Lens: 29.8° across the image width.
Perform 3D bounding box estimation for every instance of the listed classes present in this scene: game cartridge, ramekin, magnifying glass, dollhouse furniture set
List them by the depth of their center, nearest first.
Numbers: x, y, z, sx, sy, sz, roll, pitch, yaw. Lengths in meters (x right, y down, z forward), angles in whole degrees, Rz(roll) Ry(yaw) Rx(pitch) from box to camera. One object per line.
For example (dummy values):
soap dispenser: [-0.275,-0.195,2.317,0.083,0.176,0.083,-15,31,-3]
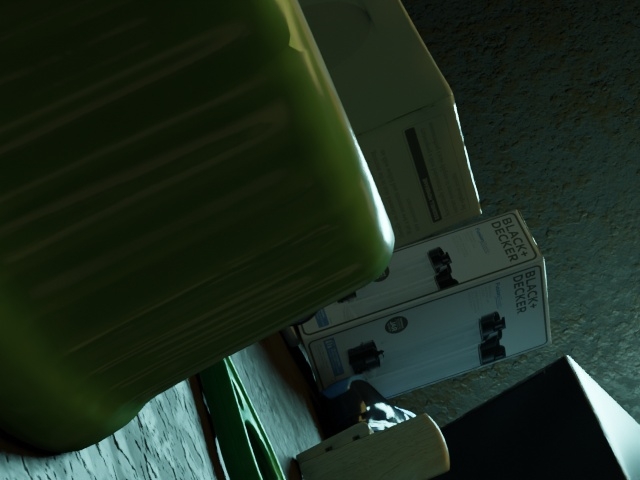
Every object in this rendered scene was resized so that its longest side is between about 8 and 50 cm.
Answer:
ramekin: [-0.087,-0.085,0.472,0.303,0.148,0.303,-23,90,-87]
magnifying glass: [-0.065,0.094,0.782,0.092,0.026,0.231,52,17,-79]
dollhouse furniture set: [0.143,0.313,1.120,0.303,0.198,0.286,61,6,-69]
game cartridge: [-0.044,0.080,1.360,0.056,0.017,0.083,60,7,-41]

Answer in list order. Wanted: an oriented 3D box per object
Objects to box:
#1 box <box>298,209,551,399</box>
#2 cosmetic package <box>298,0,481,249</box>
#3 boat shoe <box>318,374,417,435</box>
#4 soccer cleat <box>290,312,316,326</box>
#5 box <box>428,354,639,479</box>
box: [0.120,0.088,1.420,0.169,0.290,0.087,75,-5,-47]
cosmetic package: [-0.026,-0.092,0.932,0.138,0.224,0.224,67,2,-48]
boat shoe: [0.068,0.250,1.434,0.258,0.109,0.089,37,24,-50]
soccer cleat: [-0.074,-0.063,1.121,0.116,0.108,0.318,-32,113,-61]
box: [0.245,0.319,1.381,0.296,0.294,0.183,39,23,-47]
